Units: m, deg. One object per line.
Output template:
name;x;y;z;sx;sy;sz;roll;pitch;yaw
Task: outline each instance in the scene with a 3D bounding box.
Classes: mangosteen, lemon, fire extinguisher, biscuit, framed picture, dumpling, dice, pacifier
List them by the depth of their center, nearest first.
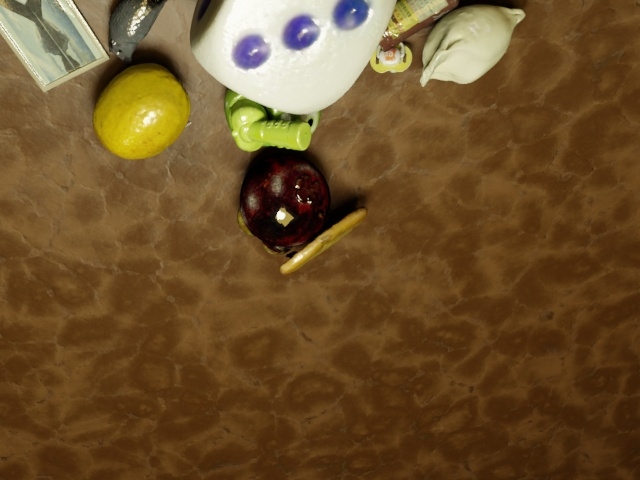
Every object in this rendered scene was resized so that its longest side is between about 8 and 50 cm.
dice;-0.045;-0.417;1.581;0.277;0.304;0.304;20;120;-23
framed picture;-0.506;-0.387;1.700;0.150;0.015;0.203;-24;126;7
lemon;-0.339;-0.240;1.742;0.207;0.170;0.170;-40;123;20
fire extinguisher;0.212;-0.456;1.760;0.252;0.106;0.075;-31;87;11
dumpling;0.282;-0.371;1.782;0.252;0.131;0.179;-36;171;-23
pacifier;0.142;-0.359;1.824;0.083;0.068;0.064;-2;163;12
mangosteen;-0.079;-0.080;1.900;0.210;0.210;0.209;-5;126;-7
biscuit;0.003;0.005;1.959;0.203;0.260;0.041;-33;92;45

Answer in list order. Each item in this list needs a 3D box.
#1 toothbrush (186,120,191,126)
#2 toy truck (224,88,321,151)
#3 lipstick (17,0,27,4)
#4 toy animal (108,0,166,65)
toothbrush;-0.302;-0.214;1.868;0.097;0.008;0.006;-32;111;14
toy truck;-0.099;-0.238;1.779;0.187;0.210;0.148;1;128;12
lipstick;-0.612;-0.493;1.567;0.264;0.059;0.059;28;117;-23
toy animal;-0.332;-0.425;1.680;0.117;0.121;0.210;-33;163;-41
